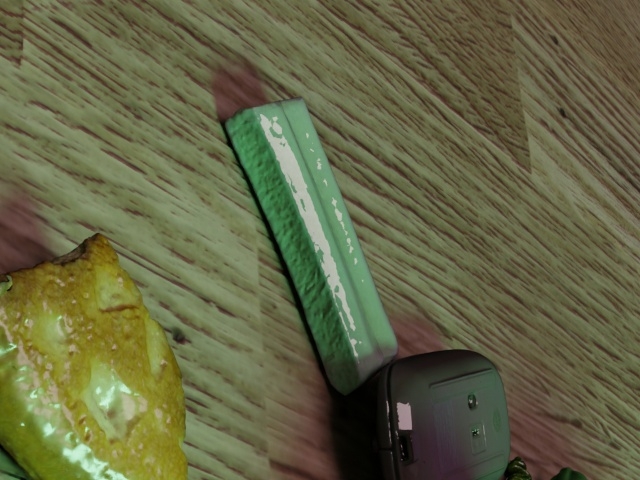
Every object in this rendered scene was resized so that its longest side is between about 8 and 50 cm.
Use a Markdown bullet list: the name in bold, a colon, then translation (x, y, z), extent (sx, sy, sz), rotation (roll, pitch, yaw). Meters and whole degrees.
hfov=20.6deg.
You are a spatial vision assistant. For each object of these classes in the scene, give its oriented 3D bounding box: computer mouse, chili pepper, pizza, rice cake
- **computer mouse**: translation (0.088, 0.146, 1.342), extent (0.232, 0.057, 0.120), rotation (-5, 87, -66)
- **chili pepper**: translation (0.166, 0.217, 1.483), extent (0.027, 0.022, 0.083), rotation (12, 57, -20)
- **pizza**: translation (-0.142, 0.064, 0.996), extent (0.182, 0.062, 0.161), rotation (39, 48, -37)
- **rice cake**: translation (-0.001, -0.001, 1.302), extent (0.080, 0.042, 0.222), rotation (-29, 98, -57)

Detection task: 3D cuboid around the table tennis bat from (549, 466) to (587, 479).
- **table tennis bat**: translation (0.262, 0.309, 1.582), extent (0.257, 0.039, 0.160), rotation (63, 29, -25)
